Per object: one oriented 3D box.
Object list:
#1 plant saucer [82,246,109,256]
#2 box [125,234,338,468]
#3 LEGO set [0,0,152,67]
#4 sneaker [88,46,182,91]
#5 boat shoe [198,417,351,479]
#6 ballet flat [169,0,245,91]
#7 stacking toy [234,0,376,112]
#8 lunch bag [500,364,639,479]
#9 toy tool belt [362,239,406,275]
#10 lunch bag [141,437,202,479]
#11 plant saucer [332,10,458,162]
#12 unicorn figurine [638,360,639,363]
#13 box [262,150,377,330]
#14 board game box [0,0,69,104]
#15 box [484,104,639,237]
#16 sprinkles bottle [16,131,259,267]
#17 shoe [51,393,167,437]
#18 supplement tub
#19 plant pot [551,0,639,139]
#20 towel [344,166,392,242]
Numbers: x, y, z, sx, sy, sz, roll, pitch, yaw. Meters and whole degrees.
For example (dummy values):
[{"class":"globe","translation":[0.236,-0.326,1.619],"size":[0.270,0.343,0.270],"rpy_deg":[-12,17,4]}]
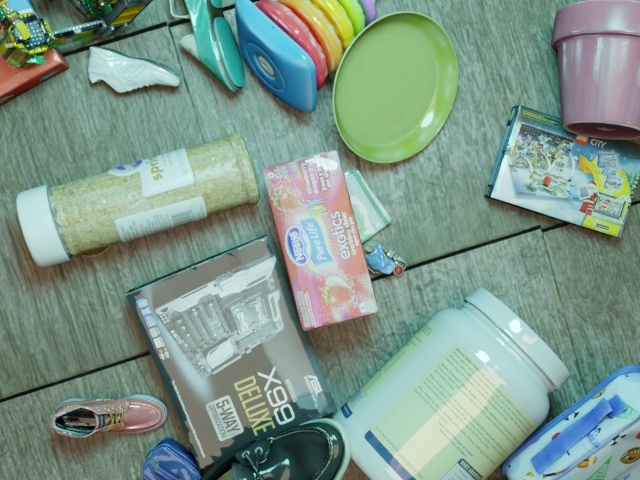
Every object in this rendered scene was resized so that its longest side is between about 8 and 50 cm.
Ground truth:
[{"class":"plant saucer","translation":[-0.372,-0.016,1.455],"size":[0.083,0.015,0.084],"rpy_deg":[0,94,-5]},{"class":"box","translation":[-0.140,0.176,1.457],"size":[0.242,0.076,0.308],"rpy_deg":[-22,95,-4]},{"class":"LEGO set","translation":[-0.381,-0.427,1.303],"size":[0.254,0.192,0.332],"rpy_deg":[-13,88,-34]},{"class":"sneaker","translation":[-0.295,-0.262,1.432],"size":[0.152,0.054,0.061],"rpy_deg":[15,102,0]},{"class":"boat shoe","translation":[-0.104,0.372,1.380],"size":[0.340,0.113,0.127],"rpy_deg":[-31,64,31]},{"class":"ballet flat","translation":[-0.188,-0.348,1.427],"size":[0.087,0.083,0.247],"rpy_deg":[-13,95,20]},{"class":"stacking toy","translation":[0.023,-0.361,1.413],"size":[0.302,0.166,0.175],"rpy_deg":[-42,74,-14]},{"class":"lunch bag","translation":[0.447,0.327,1.426],"size":[0.303,0.115,0.243],"rpy_deg":[-44,131,16]},{"class":"toy tool belt","translation":[0.104,0.034,1.482],"size":[0.083,0.051,0.052],"rpy_deg":[34,91,-7]},{"class":"lunch bag","translation":[-0.242,0.370,1.467],"size":[0.098,0.065,0.067],"rpy_deg":[38,90,-7]},{"class":"plant saucer","translation":[0.112,-0.242,1.426],"size":[0.240,0.037,0.241],"rpy_deg":[-13,117,-28]},{"class":"unicorn figurine","translation":[0.565,0.266,1.533],"size":[0.162,0.060,0.111],"rpy_deg":[-43,96,-1]},{"class":"box","translation":[0.000,0.000,1.407],"size":[0.122,0.128,0.257],"rpy_deg":[-14,90,1]},{"class":"board game box","translation":[-0.590,-0.299,1.393],"size":[0.316,0.064,0.242],"rpy_deg":[-30,96,-2]},{"class":"box","translation":[0.408,-0.114,1.502],"size":[0.233,0.044,0.159],"rpy_deg":[17,92,-6]},{"class":"sprinkles bottle","translation":[-0.278,-0.064,1.397],"size":[0.355,0.121,0.121],"rpy_deg":[-17,95,-8]},{"class":"shoe","translation":[-0.337,0.285,1.445],"size":[0.177,0.081,0.064],"rpy_deg":[2,94,-5]},{"class":"supplement tub","translation":[0.204,0.256,1.414],"size":[0.325,0.235,0.235],"rpy_deg":[-45,96,-1]},{"class":"plant pot","translation":[0.455,-0.259,1.411],"size":[0.201,0.201,0.180],"rpy_deg":[9,87,-5]},{"class":"towel","translation":[0.028,-0.034,1.485],"size":[0.152,0.023,0.113],"rpy_deg":[-35,95,-2]}]
